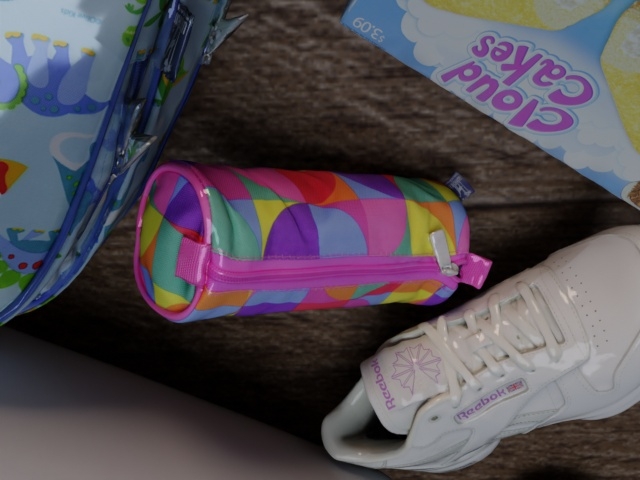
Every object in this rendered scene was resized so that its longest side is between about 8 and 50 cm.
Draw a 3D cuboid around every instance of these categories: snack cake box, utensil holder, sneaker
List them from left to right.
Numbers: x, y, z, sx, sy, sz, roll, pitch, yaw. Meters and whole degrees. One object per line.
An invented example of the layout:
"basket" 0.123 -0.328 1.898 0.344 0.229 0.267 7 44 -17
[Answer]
"utensil holder" -0.161 0.265 0.572 0.386 0.327 0.327 26 117 -18
"sneaker" 0.125 0.095 0.552 0.152 0.114 0.305 10 137 -42
"snack cake box" 0.165 -0.133 0.452 0.264 0.089 0.152 28 140 -13

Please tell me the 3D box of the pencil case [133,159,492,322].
"pencil case" 0.000 0.000 0.502 0.237 0.104 0.104 -1 126 -36

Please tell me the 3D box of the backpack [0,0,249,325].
"backpack" -0.202 -0.119 0.431 0.290 0.273 0.355 19 133 -15
